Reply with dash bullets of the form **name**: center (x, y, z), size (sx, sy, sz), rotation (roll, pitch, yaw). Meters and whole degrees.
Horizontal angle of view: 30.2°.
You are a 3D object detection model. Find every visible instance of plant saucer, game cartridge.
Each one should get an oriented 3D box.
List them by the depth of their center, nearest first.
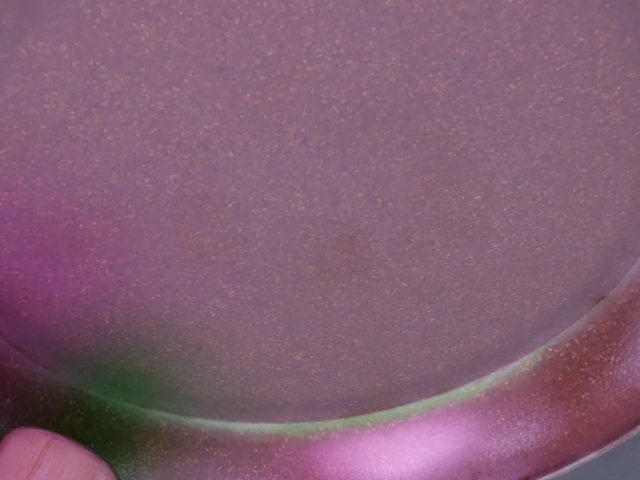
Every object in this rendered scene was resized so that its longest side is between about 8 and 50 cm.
- **plant saucer**: center (0.000, 0.000, 0.380), size (0.310, 0.050, 0.310), rotation (-5, 136, -5)
- **game cartridge**: center (-0.038, -0.043, 0.405), size (0.355, 0.068, 0.230), rotation (30, 129, -34)

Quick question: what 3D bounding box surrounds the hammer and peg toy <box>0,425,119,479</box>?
- **hammer and peg toy**: center (-0.232, 0.113, 0.406), size (0.266, 0.127, 0.361), rotation (31, 149, -10)

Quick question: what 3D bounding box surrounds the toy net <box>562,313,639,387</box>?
- **toy net**: center (0.108, 0.088, 0.559), size (0.122, 0.045, 0.232), rotation (-17, 159, -46)
